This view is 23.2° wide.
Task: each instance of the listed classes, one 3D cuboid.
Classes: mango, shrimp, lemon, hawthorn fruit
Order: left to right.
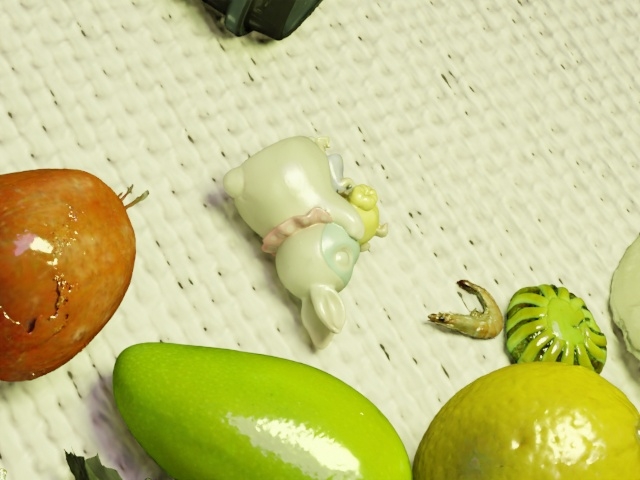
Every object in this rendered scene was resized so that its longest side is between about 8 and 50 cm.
[{"bbox_3d":[-0.281,0.014,1.629,0.299,0.211,0.211,-33,77,-36],"label":"hawthorn fruit"},{"bbox_3d":[-0.063,0.204,1.640,0.343,0.156,0.192,29,42,-1],"label":"mango"},{"bbox_3d":[0.174,0.082,1.917,0.114,0.023,0.083,6,54,-28],"label":"shrimp"},{"bbox_3d":[0.229,0.256,1.679,0.267,0.267,0.267,12,55,-18],"label":"lemon"}]

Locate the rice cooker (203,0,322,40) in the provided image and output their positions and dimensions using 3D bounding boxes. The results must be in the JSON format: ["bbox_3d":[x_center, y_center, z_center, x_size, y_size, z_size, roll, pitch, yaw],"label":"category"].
[{"bbox_3d":[-0.072,-0.402,1.976,0.224,0.267,0.267,37,51,2],"label":"rice cooker"}]

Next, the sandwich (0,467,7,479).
[{"bbox_3d":[-0.362,0.254,1.541,0.093,0.036,0.105,40,52,2],"label":"sandwich"}]

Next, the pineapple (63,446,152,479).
[{"bbox_3d":[-0.131,0.337,1.542,0.364,0.165,0.165,25,51,1],"label":"pineapple"}]

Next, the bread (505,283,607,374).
[{"bbox_3d":[0.292,0.115,1.922,0.130,0.071,0.139,6,57,-17],"label":"bread"}]

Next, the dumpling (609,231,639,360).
[{"bbox_3d":[0.542,0.064,2.027,0.395,0.233,0.315,-28,41,-22],"label":"dumpling"}]

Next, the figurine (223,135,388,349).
[{"bbox_3d":[0.000,0.000,1.832,0.155,0.127,0.235,-16,72,-43],"label":"figurine"}]
